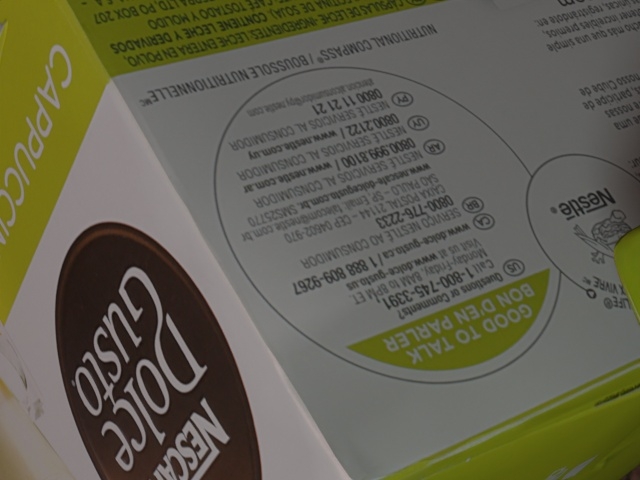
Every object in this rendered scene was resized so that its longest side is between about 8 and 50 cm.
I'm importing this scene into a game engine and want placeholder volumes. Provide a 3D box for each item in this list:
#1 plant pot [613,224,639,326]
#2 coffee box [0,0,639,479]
[{"bbox_3d":[0.272,0.036,0.425,0.207,0.227,0.228,-36,75,48],"label":"plant pot"},{"bbox_3d":[0.000,0.000,0.672,0.334,0.338,0.337,58,143,20],"label":"coffee box"}]
